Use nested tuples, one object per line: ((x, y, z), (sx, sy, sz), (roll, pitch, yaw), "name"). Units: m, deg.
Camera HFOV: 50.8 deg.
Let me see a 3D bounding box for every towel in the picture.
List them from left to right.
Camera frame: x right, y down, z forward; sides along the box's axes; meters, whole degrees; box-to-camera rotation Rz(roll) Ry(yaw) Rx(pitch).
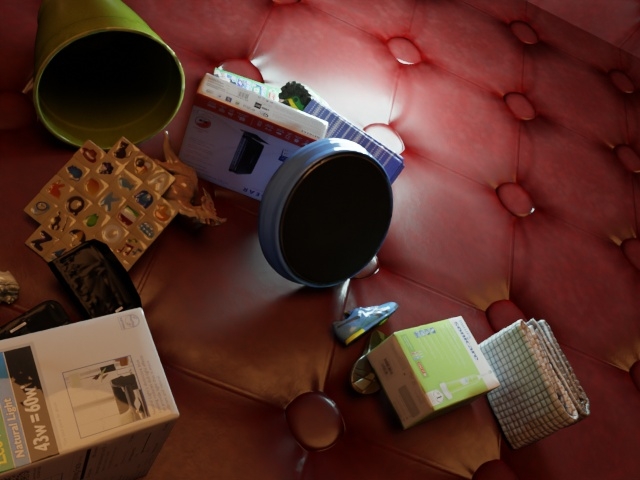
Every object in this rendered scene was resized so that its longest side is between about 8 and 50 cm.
((0.045, -0.224, 1.940), (0.336, 0.040, 0.243), (37, 93, 9), "towel")
((0.535, 0.364, 1.738), (0.121, 0.235, 0.283), (-6, 62, -31), "towel")

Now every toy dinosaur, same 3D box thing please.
((-0.354, -0.134, 1.737), (0.200, 0.127, 0.295), (3, 58, -23), "toy dinosaur")

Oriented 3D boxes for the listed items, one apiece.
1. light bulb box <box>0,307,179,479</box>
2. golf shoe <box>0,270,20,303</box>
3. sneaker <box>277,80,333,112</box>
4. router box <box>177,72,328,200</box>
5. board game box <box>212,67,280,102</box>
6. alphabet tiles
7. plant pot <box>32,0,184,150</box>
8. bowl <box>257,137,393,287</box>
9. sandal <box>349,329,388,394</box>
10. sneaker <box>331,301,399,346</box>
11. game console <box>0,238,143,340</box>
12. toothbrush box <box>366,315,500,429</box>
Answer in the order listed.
((-0.488, 0.334, 1.212), (0.361, 0.358, 0.225), (-11, 62, -31), "light bulb box")
((-0.741, 0.090, 1.442), (0.176, 0.069, 0.086), (14, 30, -45), "golf shoe")
((0.020, -0.342, 2.049), (0.343, 0.134, 0.146), (58, 27, 5), "sneaker")
((-0.188, -0.249, 1.781), (0.335, 0.301, 0.082), (20, 52, -10), "router box")
((-0.242, -0.360, 1.996), (0.213, 0.046, 0.317), (17, 53, -14), "board game box")
((-0.519, -0.071, 1.604), (0.285, 0.011, 0.342), (37, 77, 3), "alphabet tiles")
((-0.585, -0.486, 1.764), (0.366, 0.366, 0.353), (-8, 50, -28), "plant pot")
((0.026, -0.061, 1.717), (0.391, 0.391, 0.077), (-15, 28, -32), "bowl")
((0.122, 0.313, 1.701), (0.090, 0.060, 0.219), (36, 36, -7), "sandal")
((0.119, 0.198, 1.767), (0.209, 0.069, 0.082), (-26, 68, -35), "sneaker")
((-0.573, 0.160, 1.460), (0.361, 0.044, 0.213), (-36, 97, -33), "game console")
((0.285, 0.324, 1.685), (0.283, 0.122, 0.206), (-7, 61, -43), "toothbrush box")
